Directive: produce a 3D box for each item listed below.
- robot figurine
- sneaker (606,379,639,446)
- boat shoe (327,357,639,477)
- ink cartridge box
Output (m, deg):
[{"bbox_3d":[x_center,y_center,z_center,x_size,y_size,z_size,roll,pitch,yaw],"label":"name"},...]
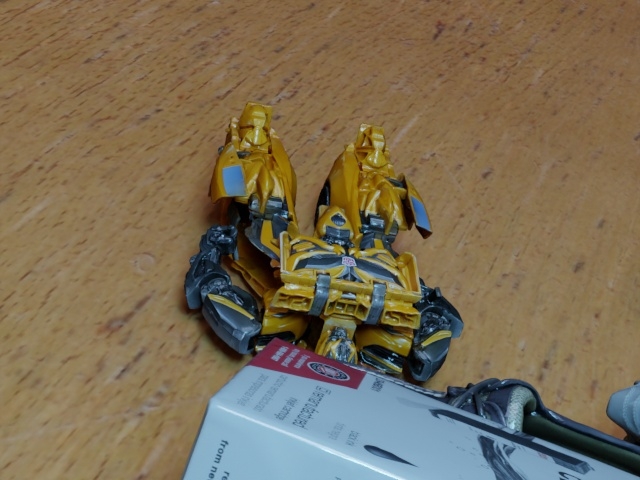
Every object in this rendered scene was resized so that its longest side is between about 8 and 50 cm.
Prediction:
[{"bbox_3d":[0.000,0.000,1.116,0.211,0.085,0.291,9,30,-13],"label":"robot figurine"},{"bbox_3d":[0.289,0.130,0.999,0.229,0.086,0.132,21,-11,-32],"label":"sneaker"},{"bbox_3d":[0.115,0.134,0.943,0.285,0.092,0.103,24,30,12],"label":"boat shoe"},{"bbox_3d":[0.066,0.165,0.787,0.273,0.114,0.197,21,8,5],"label":"ink cartridge box"}]
